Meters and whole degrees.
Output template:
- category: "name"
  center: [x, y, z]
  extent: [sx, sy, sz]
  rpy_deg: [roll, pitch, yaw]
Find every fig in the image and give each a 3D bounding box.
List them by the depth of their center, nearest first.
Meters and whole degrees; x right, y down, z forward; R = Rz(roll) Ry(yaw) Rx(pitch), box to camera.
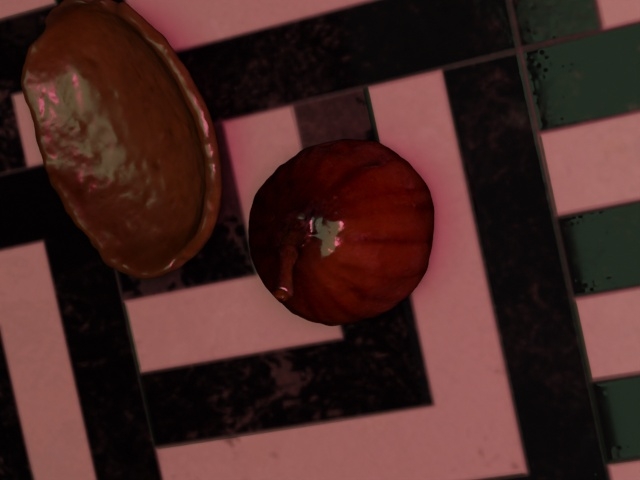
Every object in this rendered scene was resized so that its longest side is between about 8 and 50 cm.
- category: "fig"
  center: [0.001, 0.001, 1.092]
  extent: [0.128, 0.150, 0.128]
  rpy_deg: [39, 144, 37]

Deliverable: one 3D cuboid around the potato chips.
- category: "potato chips"
  center: [-0.135, -0.078, 1.178]
  extent: [0.150, 0.049, 0.201]
  rpy_deg: [-39, 83, 27]
